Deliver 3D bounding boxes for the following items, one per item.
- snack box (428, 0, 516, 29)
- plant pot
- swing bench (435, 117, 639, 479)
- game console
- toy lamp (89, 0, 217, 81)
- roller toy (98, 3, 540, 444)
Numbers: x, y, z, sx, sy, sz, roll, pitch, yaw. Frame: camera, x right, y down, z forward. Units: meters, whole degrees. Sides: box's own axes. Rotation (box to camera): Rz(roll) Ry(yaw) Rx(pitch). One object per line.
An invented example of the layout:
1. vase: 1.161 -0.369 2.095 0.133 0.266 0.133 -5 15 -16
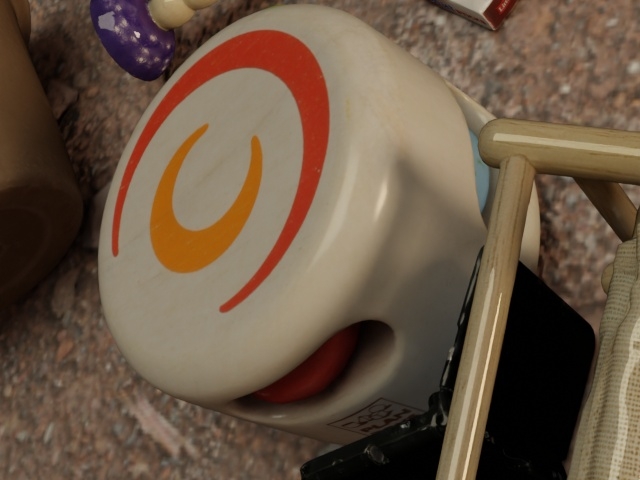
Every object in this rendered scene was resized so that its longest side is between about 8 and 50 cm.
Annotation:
1. snack box: 0.126 -0.206 0.621 0.064 0.022 0.178 36 90 39
2. plant pot: -0.276 -0.067 0.719 0.263 0.263 0.229 -44 69 9
3. swing bench: 0.172 0.101 0.345 0.255 0.165 0.253 1 68 35
4. game console: 0.060 0.070 0.466 0.107 0.122 0.071 -27 54 23
5. toy lamp: -0.022 -0.200 0.689 0.275 0.080 0.080 -27 55 23
6. roller toy: 0.000 0.000 0.528 0.191 0.146 0.209 23 88 49
